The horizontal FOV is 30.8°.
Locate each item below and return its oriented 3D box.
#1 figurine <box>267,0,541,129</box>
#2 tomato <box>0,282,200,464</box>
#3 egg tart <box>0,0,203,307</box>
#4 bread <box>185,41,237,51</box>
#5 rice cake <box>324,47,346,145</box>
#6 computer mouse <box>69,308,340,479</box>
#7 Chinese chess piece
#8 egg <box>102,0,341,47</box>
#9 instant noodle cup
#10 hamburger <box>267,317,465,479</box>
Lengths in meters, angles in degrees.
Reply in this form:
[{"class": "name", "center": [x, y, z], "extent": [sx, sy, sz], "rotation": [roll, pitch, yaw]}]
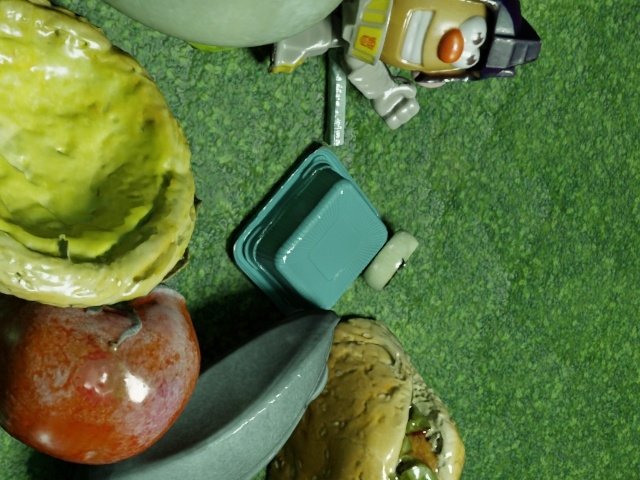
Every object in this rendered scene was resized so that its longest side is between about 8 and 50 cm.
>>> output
[{"class": "figurine", "center": [0.091, -0.248, 1.252], "extent": [0.308, 0.308, 0.143], "rotation": [19, 61, -37]}, {"class": "tomato", "center": [-0.235, 0.122, 1.163], "extent": [0.232, 0.232, 0.189], "rotation": [4, 127, -36]}, {"class": "egg tart", "center": [-0.268, -0.074, 1.074], "extent": [0.345, 0.132, 0.345], "rotation": [24, 46, -28]}, {"class": "bread", "center": [-0.107, -0.267, 1.215], "extent": [0.130, 0.071, 0.139], "rotation": [-1, 106, -32]}, {"class": "rice cake", "center": [0.018, -0.170, 1.364], "extent": [0.021, 0.022, 0.121], "rotation": [-7, 108, -30]}, {"class": "computer mouse", "center": [-0.105, 0.215, 1.301], "extent": [0.374, 0.114, 0.203], "rotation": [-35, 158, -17]}, {"class": "Chinese chess piece", "center": [0.087, 0.025, 1.439], "extent": [0.034, 0.084, 0.084], "rotation": [38, 79, 3]}, {"class": "egg", "center": [-0.121, -0.317, 1.037], "extent": [0.258, 0.352, 0.258], "rotation": [-47, 167, -14]}, {"class": "instant noodle cup", "center": [0.000, 0.000, 1.379], "extent": [0.179, 0.070, 0.157], "rotation": [-50, 128, -13]}, {"class": "hamburger", "center": [0.064, 0.276, 1.424], "extent": [0.162, 0.209, 0.330], "rotation": [9, 97, -37]}]
